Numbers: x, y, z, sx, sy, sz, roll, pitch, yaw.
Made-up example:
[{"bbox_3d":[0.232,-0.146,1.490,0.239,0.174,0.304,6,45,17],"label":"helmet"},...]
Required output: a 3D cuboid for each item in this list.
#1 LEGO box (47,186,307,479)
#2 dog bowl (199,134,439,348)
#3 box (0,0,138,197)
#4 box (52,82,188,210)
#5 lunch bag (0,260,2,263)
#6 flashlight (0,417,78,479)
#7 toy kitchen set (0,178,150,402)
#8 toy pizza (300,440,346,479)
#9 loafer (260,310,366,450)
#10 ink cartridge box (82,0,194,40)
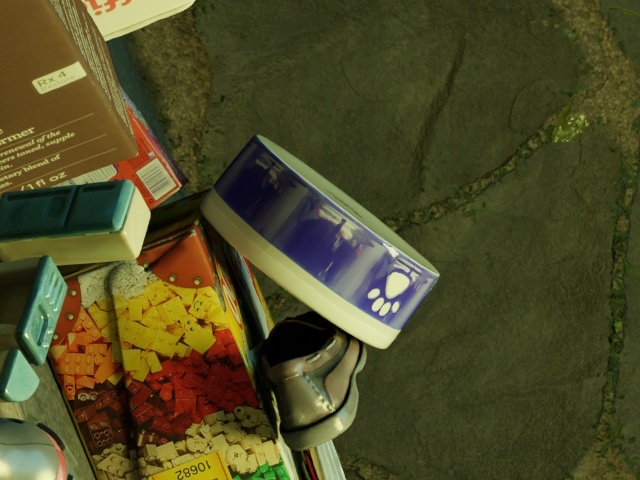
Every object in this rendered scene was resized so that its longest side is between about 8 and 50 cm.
[{"bbox_3d":[-0.151,0.160,1.842,0.500,0.193,0.372,-97,166,-82],"label":"LEGO box"},{"bbox_3d":[0.000,0.000,1.753,0.265,0.104,0.265,37,6,-4],"label":"dog bowl"},{"bbox_3d":[-0.296,-0.173,1.271,0.381,0.191,0.143,65,5,-62],"label":"box"},{"bbox_3d":[-0.269,-0.129,1.717,0.257,0.128,0.122,54,2,-4],"label":"box"},{"bbox_3d":[-0.288,0.015,1.336,0.065,0.067,0.098,43,26,-86],"label":"lunch bag"},{"bbox_3d":[-0.235,0.121,1.009,0.304,0.103,0.103,76,29,-61],"label":"flashlight"},{"bbox_3d":[-0.232,0.006,1.193,0.166,0.122,0.207,67,25,-45],"label":"toy kitchen set"},{"bbox_3d":[0.013,0.285,1.727,0.201,0.032,0.201,-18,90,-88],"label":"toy pizza"},{"bbox_3d":[-0.015,0.121,1.682,0.095,0.109,0.302,63,6,-15],"label":"loafer"},{"bbox_3d":[-0.307,-0.348,1.398,0.395,0.286,0.166,68,2,-49],"label":"ink cartridge box"}]
